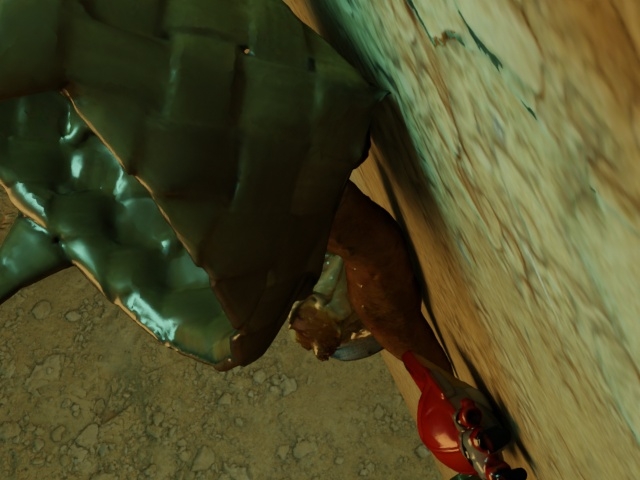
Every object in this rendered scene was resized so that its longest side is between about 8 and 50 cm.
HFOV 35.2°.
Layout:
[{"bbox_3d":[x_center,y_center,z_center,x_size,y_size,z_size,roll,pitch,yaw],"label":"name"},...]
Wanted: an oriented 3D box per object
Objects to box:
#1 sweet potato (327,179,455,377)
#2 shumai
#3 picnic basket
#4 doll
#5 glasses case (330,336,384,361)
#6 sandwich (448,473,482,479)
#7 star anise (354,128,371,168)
[{"bbox_3d":[0.053,0.038,0.826,0.281,0.067,0.059,58,-138,-52],"label":"sweet potato"},{"bbox_3d":[0.004,0.054,1.004,0.116,0.146,0.145,-35,-79,-57],"label":"shumai"},{"bbox_3d":[-0.176,-0.033,0.568,0.337,0.337,0.293,64,161,14],"label":"picnic basket"},{"bbox_3d":[0.103,0.140,0.733,0.109,0.057,0.169,62,180,-6],"label":"doll"},{"bbox_3d":[0.000,0.000,1.102,0.067,0.109,0.282,-108,-6,-80],"label":"glasses case"},{"bbox_3d":[0.157,0.299,0.757,0.212,0.109,0.292,56,-176,-3],"label":"sandwich"},{"bbox_3d":[-0.006,-0.090,0.674,0.097,0.070,0.190,36,-173,-19],"label":"star anise"}]
